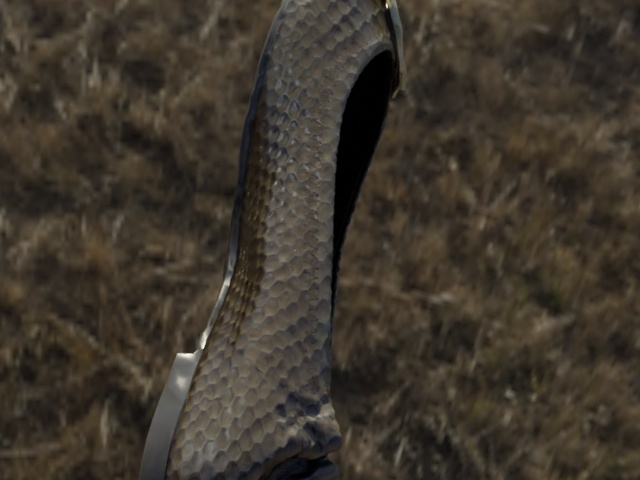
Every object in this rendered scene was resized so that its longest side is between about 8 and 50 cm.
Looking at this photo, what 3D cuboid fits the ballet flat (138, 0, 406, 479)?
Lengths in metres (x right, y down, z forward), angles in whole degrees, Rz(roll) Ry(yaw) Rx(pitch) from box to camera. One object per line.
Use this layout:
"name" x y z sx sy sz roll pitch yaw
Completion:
"ballet flat" 0.000 0.000 0.566 0.058 0.084 0.250 5 51 13
